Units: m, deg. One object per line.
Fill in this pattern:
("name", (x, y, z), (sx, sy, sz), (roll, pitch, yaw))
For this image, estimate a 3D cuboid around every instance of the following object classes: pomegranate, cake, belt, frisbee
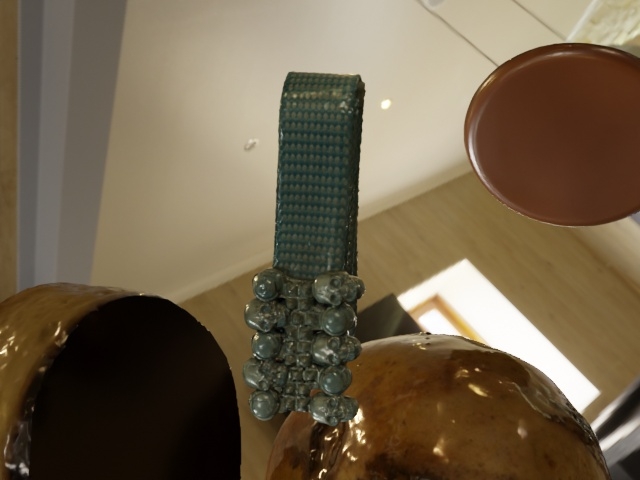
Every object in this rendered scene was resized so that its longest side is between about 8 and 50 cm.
("pomegranate", (0.103, 0.233, 0.617), (0.322, 0.322, 0.322), (-36, -21, -16))
("cake", (-0.179, 0.134, 0.462), (0.178, 0.207, 0.185), (-14, -2, 30))
("belt", (-0.005, -0.001, 0.374), (0.100, 0.065, 0.179), (-62, -27, -69))
("frisbee", (0.291, -0.113, 0.788), (0.021, 0.251, 0.250), (-58, -5, -43))
